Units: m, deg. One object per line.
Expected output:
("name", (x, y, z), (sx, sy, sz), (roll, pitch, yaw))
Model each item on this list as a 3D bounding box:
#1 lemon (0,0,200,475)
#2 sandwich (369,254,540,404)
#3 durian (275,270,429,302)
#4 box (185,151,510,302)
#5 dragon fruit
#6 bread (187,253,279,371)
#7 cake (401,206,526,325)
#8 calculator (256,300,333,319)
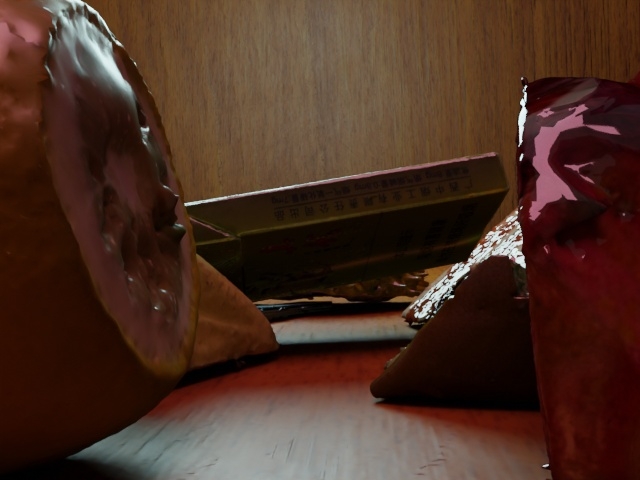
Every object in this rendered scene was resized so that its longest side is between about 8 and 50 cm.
("lemon", (-0.188, 0.001, 0.437), (0.219, 0.240, 0.240), (-15, 1, 6))
("sandwich", (0.150, 0.052, 0.545), (0.245, 0.088, 0.090), (-2, -2, 19))
("durian", (0.001, 0.024, 1.093), (0.261, 0.153, 0.186), (-6, 17, 3))
("box", (0.000, 0.000, 0.806), (0.311, 0.043, 0.173), (-10, -22, -8))
("dragon fruit", (0.177, -0.021, 0.416), (0.161, 0.126, 0.274), (-2, 33, 16))
("bread", (-0.163, 0.091, 0.727), (0.240, 0.135, 0.178), (-2, -32, 37))
("cake", (0.230, 0.057, 0.910), (0.262, 0.159, 0.158), (-40, 15, -17))
("calculator", (-0.057, 0.079, 1.010), (0.057, 0.018, 0.172), (1, 2, 40))
